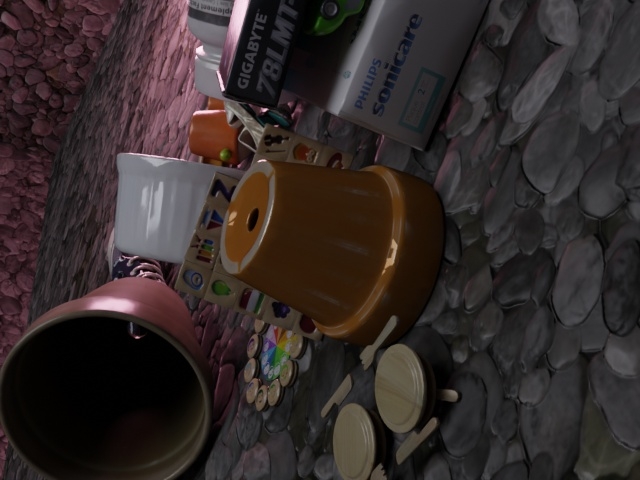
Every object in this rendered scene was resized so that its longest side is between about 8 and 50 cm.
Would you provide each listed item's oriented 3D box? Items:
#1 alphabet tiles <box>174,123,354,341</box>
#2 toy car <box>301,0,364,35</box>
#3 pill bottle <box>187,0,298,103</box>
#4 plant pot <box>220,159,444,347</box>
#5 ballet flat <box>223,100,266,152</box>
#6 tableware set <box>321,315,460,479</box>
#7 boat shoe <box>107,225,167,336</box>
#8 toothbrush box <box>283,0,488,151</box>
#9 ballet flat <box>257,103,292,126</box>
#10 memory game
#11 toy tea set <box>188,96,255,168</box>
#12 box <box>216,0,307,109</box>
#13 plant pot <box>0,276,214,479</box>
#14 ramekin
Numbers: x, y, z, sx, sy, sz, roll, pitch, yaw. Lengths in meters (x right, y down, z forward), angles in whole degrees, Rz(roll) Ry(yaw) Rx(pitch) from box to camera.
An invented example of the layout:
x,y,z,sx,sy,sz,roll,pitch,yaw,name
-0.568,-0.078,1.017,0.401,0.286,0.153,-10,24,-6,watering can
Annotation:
x,y,z,sx,sy,sz,roll,pitch,yaw,name
-0.053,-0.016,1.152,0.009,0.198,0.237,-59,-11,-84,alphabet tiles
0.043,-0.326,1.018,0.224,0.053,0.239,-68,24,3,toy car
-0.098,-0.404,1.399,0.204,0.204,0.361,-125,37,-61,pill bottle
0.000,0.000,1.012,0.205,0.188,0.205,-41,40,47,plant pot
-0.123,-0.191,1.492,0.052,0.057,0.168,-43,63,5,ballet flat
0.068,0.180,0.941,0.194,0.039,0.128,-58,39,41,tableware set
-0.341,0.083,1.803,0.158,0.127,0.340,-24,60,51,boat shoe
0.060,-0.256,1.142,0.216,0.126,0.295,-68,24,8,toothbrush box
-0.070,-0.208,1.499,0.114,0.041,0.041,10,83,65,ballet flat
-0.064,0.145,1.275,0.186,0.012,0.186,-45,35,46,memory game
-0.144,-0.255,1.645,0.200,0.124,0.336,82,-164,-76,toy tea set
-0.056,-0.320,1.106,0.293,0.073,0.295,-114,39,-73,box
-0.318,0.201,1.485,0.280,0.323,0.323,-89,24,-69,plant pot
-0.157,-0.032,1.291,0.277,0.277,0.135,-170,89,-66,ramekin
